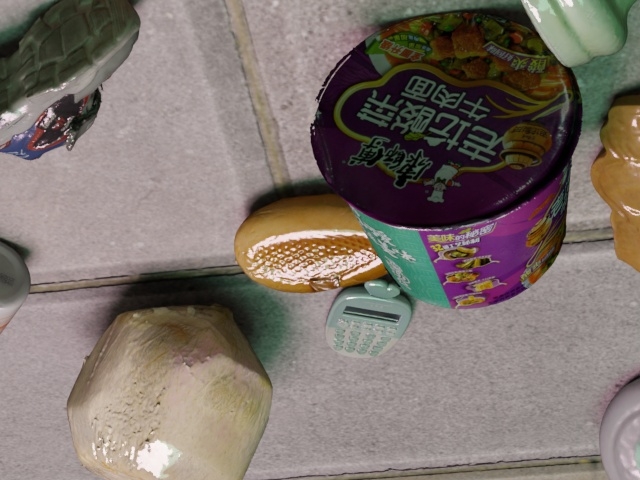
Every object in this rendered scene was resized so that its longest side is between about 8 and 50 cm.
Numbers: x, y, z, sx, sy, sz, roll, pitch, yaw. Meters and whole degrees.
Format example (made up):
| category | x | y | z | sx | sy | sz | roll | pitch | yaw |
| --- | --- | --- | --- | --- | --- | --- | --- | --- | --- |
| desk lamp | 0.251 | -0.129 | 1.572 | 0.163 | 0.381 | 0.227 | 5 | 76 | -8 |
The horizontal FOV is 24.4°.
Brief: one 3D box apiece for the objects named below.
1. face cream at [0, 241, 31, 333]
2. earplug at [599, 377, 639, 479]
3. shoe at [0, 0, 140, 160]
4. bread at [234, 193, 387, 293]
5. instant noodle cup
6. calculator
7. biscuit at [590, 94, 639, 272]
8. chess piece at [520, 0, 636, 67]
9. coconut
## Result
| category | x | y | z | sx | sy | sz | roll | pitch | yaw |
| --- | --- | --- | --- | --- | --- | --- | --- | --- | --- |
| face cream | -0.426 | 0.103 | 1.704 | 0.101 | 0.101 | 0.252 | 22 | 134 | -22 |
| earplug | 0.503 | 0.277 | 1.836 | 0.325 | 0.175 | 0.214 | 25 | 128 | -11 |
| shoe | -0.246 | -0.140 | 1.431 | 0.227 | 0.099 | 0.125 | -30 | 140 | 20 |
| bread | 0.000 | 0.000 | 1.596 | 0.189 | 0.077 | 0.114 | -7 | 117 | 10 |
| instant noodle cup | 0.130 | -0.064 | 1.415 | 0.251 | 0.251 | 0.190 | -7 | 146 | 9 |
| calculator | 0.056 | 0.091 | 1.735 | 0.095 | 0.021 | 0.153 | 10 | 138 | -9 |
| biscuit | 0.351 | -0.049 | 1.521 | 0.144 | 0.040 | 0.236 | 0 | 134 | 31 |
| chess piece | 0.290 | -0.286 | 1.203 | 0.299 | 0.194 | 0.194 | -27 | 132 | 16 |
| coconut | -0.170 | 0.176 | 1.699 | 0.227 | 0.230 | 0.227 | 20 | 163 | 6 |
